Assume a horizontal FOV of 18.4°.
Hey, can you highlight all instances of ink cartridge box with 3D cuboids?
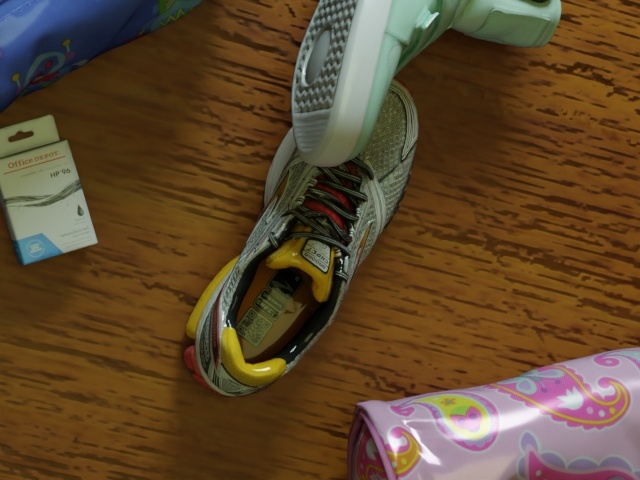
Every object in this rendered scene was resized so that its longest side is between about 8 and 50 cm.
[{"bbox_3d":[-0.172,-0.032,1.206,0.048,0.028,0.083,-18,96,-14],"label":"ink cartridge box"}]

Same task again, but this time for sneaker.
[{"bbox_3d":[0.000,0.000,1.221,0.088,0.093,0.225,28,83,-13],"label":"sneaker"},{"bbox_3d":[0.078,-0.134,1.206,0.151,0.094,0.256,27,60,-17],"label":"sneaker"}]

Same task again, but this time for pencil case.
[{"bbox_3d":[0.159,0.136,1.255,0.284,0.124,0.124,-9,94,-16],"label":"pencil case"},{"bbox_3d":[-0.173,-0.137,1.150,0.306,0.133,0.119,-34,96,-13],"label":"pencil case"}]
